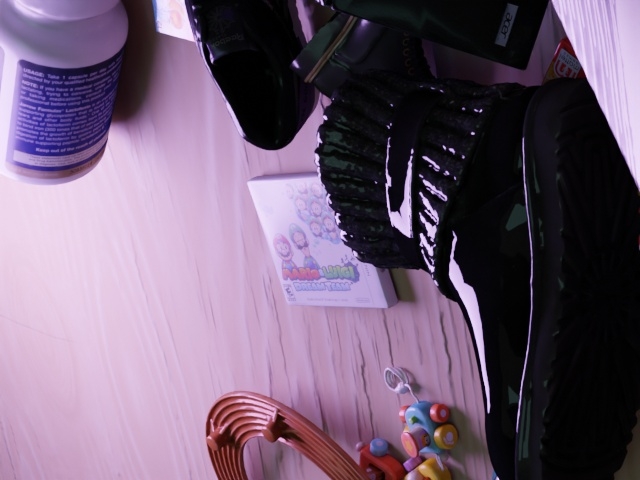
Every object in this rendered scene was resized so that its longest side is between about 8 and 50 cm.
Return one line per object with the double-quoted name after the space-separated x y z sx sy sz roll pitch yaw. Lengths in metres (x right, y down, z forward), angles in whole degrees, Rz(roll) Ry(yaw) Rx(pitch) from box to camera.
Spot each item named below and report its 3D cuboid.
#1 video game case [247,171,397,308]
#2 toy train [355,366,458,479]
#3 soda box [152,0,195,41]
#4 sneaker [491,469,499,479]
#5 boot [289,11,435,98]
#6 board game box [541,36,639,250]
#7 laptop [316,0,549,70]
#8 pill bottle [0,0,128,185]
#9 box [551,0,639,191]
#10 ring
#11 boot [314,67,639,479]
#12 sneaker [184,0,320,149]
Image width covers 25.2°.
0.000 0.000 1.444 0.157 0.019 0.143 -1 112 49 "video game case"
0.079 0.216 1.472 0.125 0.046 0.166 34 136 29 "toy train"
-0.129 -0.287 1.372 0.063 0.058 0.183 21 127 39 "soda box"
0.197 0.185 1.257 0.108 0.121 0.302 41 139 24 "sneaker"
0.081 -0.169 1.221 0.137 0.077 0.198 42 136 -5 "boot"
0.224 -0.050 1.136 0.147 0.045 0.193 42 139 23 "board game box"
0.076 -0.290 1.112 0.264 0.137 0.234 45 123 56 "laptop"
-0.288 -0.198 1.531 0.153 0.153 0.264 43 139 21 "pill bottle"
0.196 -0.146 0.794 0.113 0.094 0.275 117 137 -60 "box"
-0.019 0.316 1.621 0.337 0.032 0.336 32 142 29 "ring"
0.117 0.034 1.126 0.260 0.131 0.347 3 90 45 "boot"
-0.074 -0.217 1.278 0.107 0.124 0.283 -19 108 13 "sneaker"
